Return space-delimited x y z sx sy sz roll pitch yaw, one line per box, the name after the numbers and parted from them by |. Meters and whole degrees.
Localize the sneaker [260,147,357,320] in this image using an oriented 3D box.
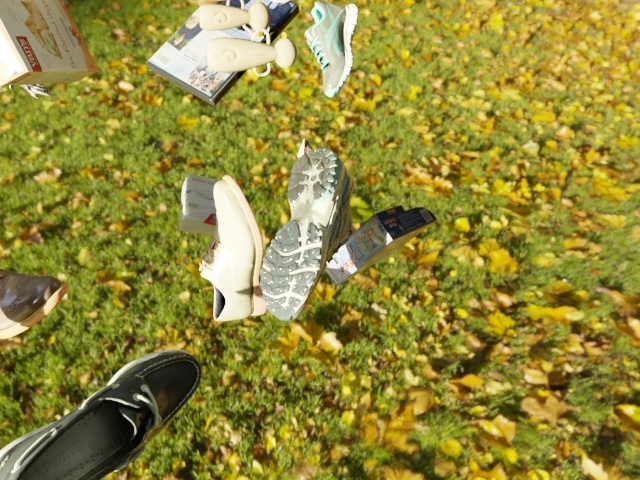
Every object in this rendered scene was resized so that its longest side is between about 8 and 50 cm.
0.000 0.000 0.876 0.110 0.122 0.282 9 76 39 | sneaker

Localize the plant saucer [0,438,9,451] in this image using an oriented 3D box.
-0.573 0.409 0.821 0.241 0.037 0.240 17 56 -27 | plant saucer

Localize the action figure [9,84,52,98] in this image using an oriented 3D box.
-0.761 -0.467 1.442 0.141 0.164 0.276 24 -1 -37 | action figure

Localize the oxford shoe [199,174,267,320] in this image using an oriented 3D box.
-0.226 0.037 1.331 0.147 0.396 0.140 -17 28 -23 | oxford shoe

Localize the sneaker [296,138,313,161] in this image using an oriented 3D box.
-0.024 -0.208 1.421 0.065 0.061 0.157 11 42 -17 | sneaker

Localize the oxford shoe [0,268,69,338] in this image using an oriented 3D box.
-0.666 0.111 1.083 0.364 0.132 0.129 -10 38 23 | oxford shoe

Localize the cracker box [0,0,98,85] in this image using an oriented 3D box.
-0.524 -0.370 0.985 0.067 0.155 0.232 -20 14 14 | cracker box

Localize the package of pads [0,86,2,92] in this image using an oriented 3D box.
-0.760 -0.410 1.017 0.101 0.296 0.229 -17 10 9 | package of pads

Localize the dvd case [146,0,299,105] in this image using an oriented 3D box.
-0.183 -0.381 1.012 0.180 0.022 0.253 33 77 23 | dvd case

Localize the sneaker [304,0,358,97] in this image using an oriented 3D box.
0.009 -0.296 0.829 0.076 0.065 0.166 12 68 -17 | sneaker

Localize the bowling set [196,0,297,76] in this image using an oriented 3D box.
-0.134 -0.440 0.918 0.154 0.286 0.200 -7 29 -13 | bowling set

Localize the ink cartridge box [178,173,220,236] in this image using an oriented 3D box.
-0.323 -0.096 1.477 0.109 0.063 0.150 11 56 -23 | ink cartridge box

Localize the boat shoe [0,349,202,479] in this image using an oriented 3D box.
-0.264 0.241 0.704 0.091 0.114 0.303 -14 16 45 | boat shoe

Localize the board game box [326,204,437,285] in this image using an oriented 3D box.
0.105 0.007 1.057 0.194 0.194 0.060 -19 73 -52 | board game box
